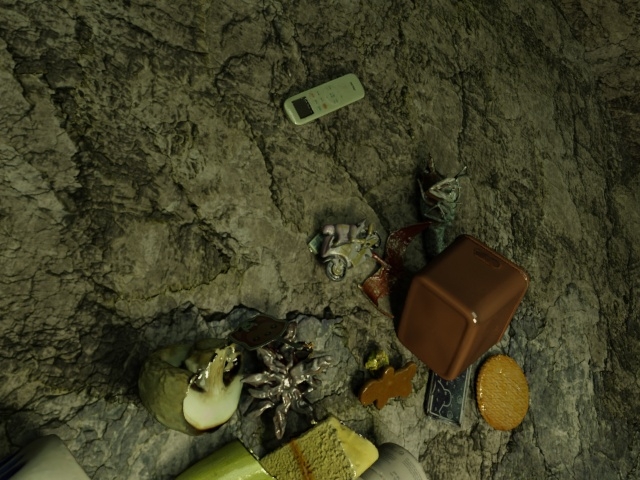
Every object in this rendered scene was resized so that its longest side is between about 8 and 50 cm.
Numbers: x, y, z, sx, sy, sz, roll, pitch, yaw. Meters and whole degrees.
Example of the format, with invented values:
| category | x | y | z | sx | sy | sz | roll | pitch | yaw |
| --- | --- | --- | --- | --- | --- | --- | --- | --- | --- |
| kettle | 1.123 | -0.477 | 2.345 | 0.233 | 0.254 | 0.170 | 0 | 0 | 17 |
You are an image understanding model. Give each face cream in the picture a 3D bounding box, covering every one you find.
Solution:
| category | x | y | z | sx | sy | sz | roll | pitch | yaw |
| --- | --- | --- | --- | --- | --- | --- | --- | --- | --- |
| face cream | 0.169 | 0.635 | 1.437 | 0.153 | 0.177 | 0.177 | -25 | 93 | -35 |

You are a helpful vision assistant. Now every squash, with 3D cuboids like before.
| category | x | y | z | sx | sy | sz | roll | pitch | yaw |
| --- | --- | --- | --- | --- | --- | --- | --- | --- | --- |
| squash | -0.251 | 0.525 | 1.231 | 0.287 | 0.137 | 0.137 | -10 | 85 | -26 |

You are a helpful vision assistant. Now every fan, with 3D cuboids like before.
| category | x | y | z | sx | sy | sz | roll | pitch | yaw |
| --- | --- | --- | --- | --- | --- | --- | --- | --- | --- |
| fan | -0.120 | 0.225 | 1.324 | 0.132 | 0.220 | 0.009 | -33 | 121 | -37 |

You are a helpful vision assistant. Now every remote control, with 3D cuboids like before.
| category | x | y | z | sx | sy | sz | roll | pitch | yaw |
| --- | --- | --- | --- | --- | --- | --- | --- | --- | --- |
| remote control | 0.012 | -0.422 | 1.666 | 0.309 | 0.038 | 0.090 | -31 | 96 | -34 |

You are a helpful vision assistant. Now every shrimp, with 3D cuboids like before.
| category | x | y | z | sx | sy | sz | roll | pitch | yaw |
| --- | --- | --- | --- | --- | --- | --- | --- | --- | --- |
| shrimp | 0.391 | -0.085 | 1.778 | 0.221 | 0.166 | 0.410 | 6 | 89 | -67 |

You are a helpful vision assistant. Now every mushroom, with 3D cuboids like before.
| category | x | y | z | sx | sy | sz | roll | pitch | yaw |
| --- | --- | --- | --- | --- | --- | --- | --- | --- | --- |
| mushroom | -0.291 | 0.316 | 1.220 | 0.267 | 0.164 | 0.189 | -33 | 127 | -68 |

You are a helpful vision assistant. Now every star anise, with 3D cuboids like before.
| category | x | y | z | sx | sy | sz | roll | pitch | yaw |
| --- | --- | --- | --- | --- | --- | --- | --- | --- | --- |
| star anise | -0.088 | 0.335 | 1.334 | 0.212 | 0.129 | 0.282 | 13 | 86 | -8 |

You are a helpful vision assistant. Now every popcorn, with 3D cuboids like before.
| category | x | y | z | sx | sy | sz | roll | pitch | yaw |
| --- | --- | --- | --- | --- | --- | --- | --- | --- | --- |
| popcorn | 0.165 | 0.349 | 1.575 | 0.068 | 0.059 | 0.083 | -2 | 96 | -46 |

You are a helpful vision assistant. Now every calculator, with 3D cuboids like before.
| category | x | y | z | sx | sy | sz | roll | pitch | yaw |
| --- | --- | --- | --- | --- | --- | --- | --- | --- | --- |
| calculator | 0.405 | 0.431 | 1.734 | 0.166 | 0.028 | 0.274 | 27 | 65 | -26 |

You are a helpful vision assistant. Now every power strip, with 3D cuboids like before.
| category | x | y | z | sx | sy | sz | roll | pitch | yaw |
| --- | --- | --- | --- | --- | --- | --- | --- | --- | --- |
| power strip | 0.000 | 0.000 | 1.572 | 0.040 | 0.016 | 0.090 | 52 | 57 | -13 |

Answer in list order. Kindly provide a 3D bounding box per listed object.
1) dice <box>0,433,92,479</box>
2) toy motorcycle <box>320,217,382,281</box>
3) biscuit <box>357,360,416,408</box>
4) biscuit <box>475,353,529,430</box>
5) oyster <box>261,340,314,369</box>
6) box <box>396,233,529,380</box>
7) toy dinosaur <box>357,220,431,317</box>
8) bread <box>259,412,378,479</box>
| category | x | y | z | sx | sy | sz | roll | pitch | yaw |
| --- | --- | --- | --- | --- | --- | --- | --- | --- | --- |
| dice | -0.508 | 0.549 | 0.952 | 0.304 | 0.277 | 0.304 | -35 | 98 | -31 |
| toy motorcycle | 0.070 | 0.007 | 1.562 | 0.225 | 0.073 | 0.152 | -37 | 93 | -32 |
| biscuit | 0.184 | 0.406 | 1.563 | 0.205 | 0.031 | 0.138 | -10 | 117 | -36 |
| biscuit | 0.601 | 0.502 | 1.845 | 0.254 | 0.035 | 0.254 | 9 | 74 | -33 |
| oyster | -0.075 | 0.311 | 1.421 | 0.148 | 0.051 | 0.103 | -27 | 84 | -3 |
| box | 0.384 | 0.194 | 1.573 | 0.229 | 0.339 | 0.239 | -31 | 56 | -31 |
| toy dinosaur | 0.233 | 0.073 | 1.652 | 0.327 | 0.113 | 0.206 | -29 | 93 | -36 |
| bread | -0.006 | 0.535 | 1.299 | 0.178 | 0.266 | 0.142 | 31 | 35 | -31 |
